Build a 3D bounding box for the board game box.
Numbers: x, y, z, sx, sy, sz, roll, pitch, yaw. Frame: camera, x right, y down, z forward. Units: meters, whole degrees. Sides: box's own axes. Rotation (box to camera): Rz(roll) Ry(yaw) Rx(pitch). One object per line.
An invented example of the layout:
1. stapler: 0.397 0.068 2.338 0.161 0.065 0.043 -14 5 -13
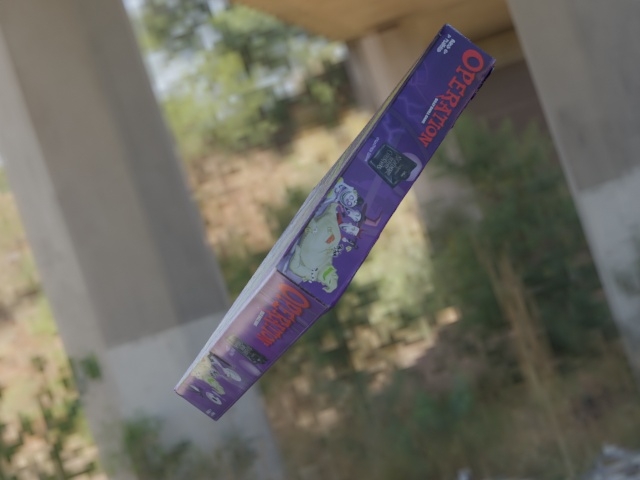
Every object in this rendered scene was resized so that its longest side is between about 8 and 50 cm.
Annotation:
1. board game box: 0.000 0.000 1.303 0.208 0.056 0.347 -51 1 -22
